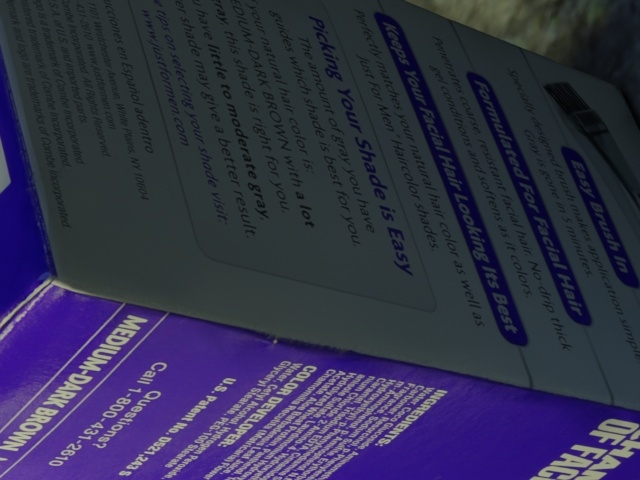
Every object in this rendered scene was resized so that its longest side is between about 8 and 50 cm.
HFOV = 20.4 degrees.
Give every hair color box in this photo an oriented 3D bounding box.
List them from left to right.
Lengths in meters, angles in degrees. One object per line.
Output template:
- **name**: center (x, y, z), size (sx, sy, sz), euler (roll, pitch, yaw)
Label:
- **hair color box**: center (0.000, 0.000, 0.629), size (0.110, 0.339, 0.185), euler (-44, 49, 33)
